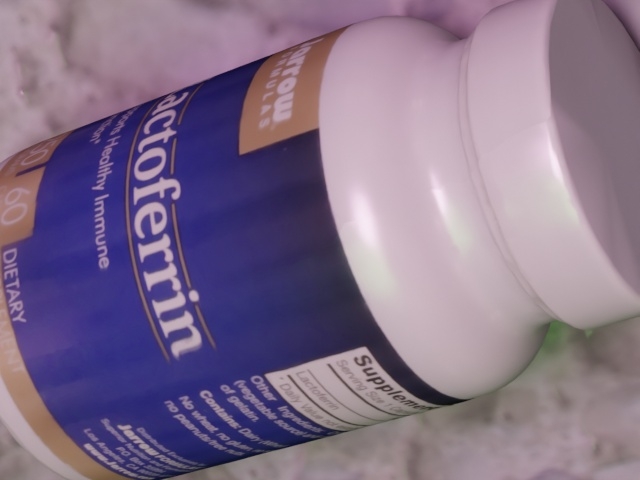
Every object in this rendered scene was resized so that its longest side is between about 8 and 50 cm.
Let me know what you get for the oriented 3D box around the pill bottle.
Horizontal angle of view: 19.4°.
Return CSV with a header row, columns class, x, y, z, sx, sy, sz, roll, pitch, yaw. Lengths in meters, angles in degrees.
class,x,y,z,sx,sy,sz,roll,pitch,yaw
pill bottle,0.000,0.000,0.743,0.264,0.153,0.153,-18,110,28
